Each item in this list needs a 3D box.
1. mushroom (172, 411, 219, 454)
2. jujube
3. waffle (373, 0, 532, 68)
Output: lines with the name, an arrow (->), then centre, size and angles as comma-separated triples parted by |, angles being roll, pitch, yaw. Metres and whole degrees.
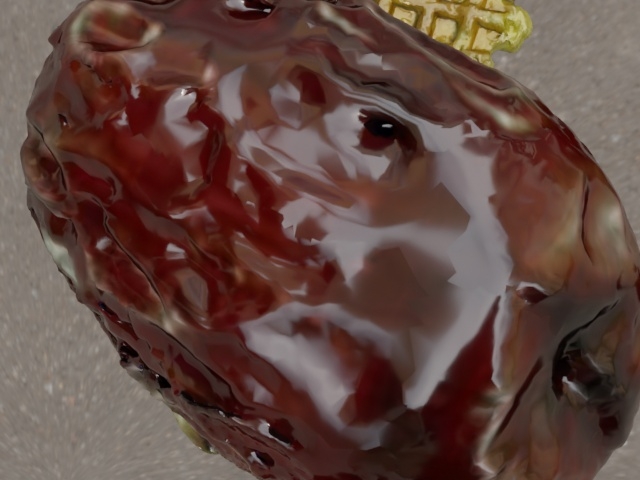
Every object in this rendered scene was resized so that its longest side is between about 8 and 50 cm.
mushroom -> -0.063, 0.174, 1.796 | 0.217, 0.212, 0.292 | -56, 136, -41
jujube -> 0.000, 0.000, 0.745 | 0.377, 0.258, 0.258 | 31, 75, 17
waffle -> 0.067, -0.286, 1.515 | 0.325, 0.068, 0.302 | -31, 90, 4
